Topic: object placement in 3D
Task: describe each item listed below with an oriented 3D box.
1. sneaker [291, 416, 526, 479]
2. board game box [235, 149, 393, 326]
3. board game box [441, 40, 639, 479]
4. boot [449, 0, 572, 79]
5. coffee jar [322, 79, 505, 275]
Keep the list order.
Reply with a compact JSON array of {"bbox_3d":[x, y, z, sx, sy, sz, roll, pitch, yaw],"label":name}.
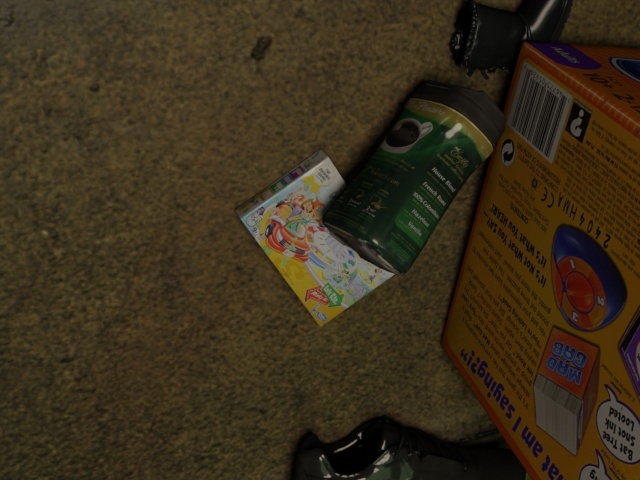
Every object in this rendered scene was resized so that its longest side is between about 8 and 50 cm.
[{"bbox_3d":[0.102,0.260,1.045,0.286,0.109,0.130,-5,109,-19],"label":"sneaker"},{"bbox_3d":[0.000,0.000,0.931,0.103,0.026,0.154,-36,120,-1],"label":"board game box"},{"bbox_3d":[0.376,0.050,0.873,0.356,0.356,0.356,0,120,-20],"label":"board game box"},{"bbox_3d":[0.180,-0.212,0.887,0.099,0.045,0.121,2,117,-20],"label":"boot"},{"bbox_3d":[0.090,-0.064,0.877,0.079,0.096,0.184,40,83,-34],"label":"coffee jar"}]
